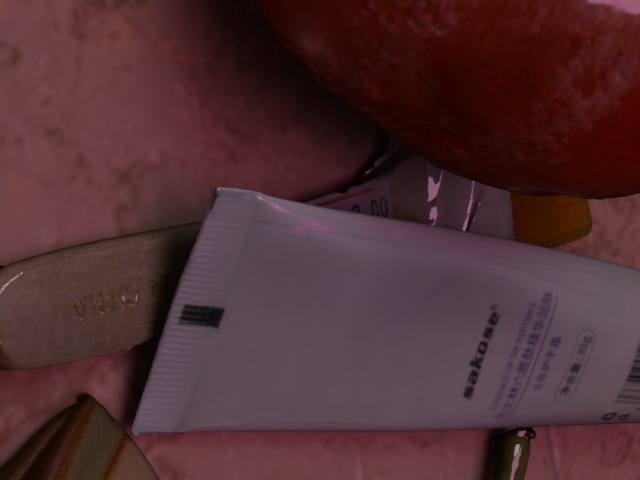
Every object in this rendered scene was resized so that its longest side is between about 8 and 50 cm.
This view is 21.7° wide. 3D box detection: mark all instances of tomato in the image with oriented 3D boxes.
[{"bbox_3d":[0.079,-0.131,0.673,0.232,0.188,0.232,10,71,-31],"label":"tomato"}]

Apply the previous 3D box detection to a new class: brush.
[{"bbox_3d":[0.000,0.000,0.724,0.336,0.020,0.085,-16,104,-37],"label":"brush"}]

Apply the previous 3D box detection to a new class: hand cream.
[{"bbox_3d":[0.068,0.044,0.750,0.320,0.067,0.109,6,113,-39],"label":"hand cream"}]

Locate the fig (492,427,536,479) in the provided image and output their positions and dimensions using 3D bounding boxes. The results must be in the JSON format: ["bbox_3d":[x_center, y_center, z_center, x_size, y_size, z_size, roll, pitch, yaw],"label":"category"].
[{"bbox_3d":[0.041,0.170,0.731,0.245,0.149,0.149,-43,120,-50],"label":"fig"}]

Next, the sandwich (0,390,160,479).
[{"bbox_3d":[-0.092,0.139,0.602,0.163,0.113,0.079,-45,119,-28],"label":"sandwich"}]
